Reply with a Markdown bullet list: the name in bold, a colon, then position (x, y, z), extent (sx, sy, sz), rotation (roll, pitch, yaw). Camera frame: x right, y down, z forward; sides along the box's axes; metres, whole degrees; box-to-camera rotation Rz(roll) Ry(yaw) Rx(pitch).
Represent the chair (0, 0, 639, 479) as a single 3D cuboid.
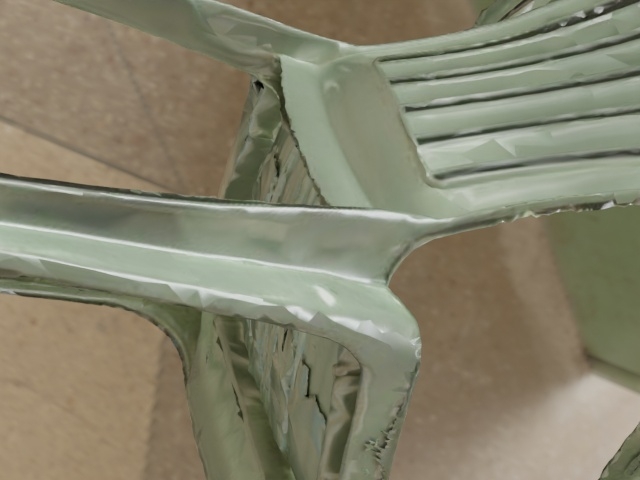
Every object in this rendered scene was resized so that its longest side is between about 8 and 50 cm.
- **chair**: position (0.000, 0.000, 0.551), extent (0.275, 0.203, 0.190), rotation (2, 130, -24)
